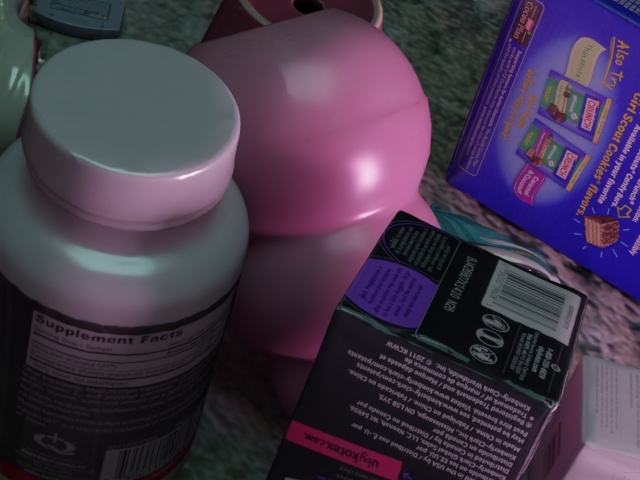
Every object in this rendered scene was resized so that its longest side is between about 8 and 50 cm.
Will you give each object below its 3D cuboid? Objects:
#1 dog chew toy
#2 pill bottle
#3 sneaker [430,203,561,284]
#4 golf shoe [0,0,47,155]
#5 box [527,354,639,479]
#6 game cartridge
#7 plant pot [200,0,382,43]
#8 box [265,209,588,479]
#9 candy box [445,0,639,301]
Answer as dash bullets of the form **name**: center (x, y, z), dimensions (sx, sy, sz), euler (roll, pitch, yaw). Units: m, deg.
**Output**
- **dog chew toy**: center (0.000, 0.000, 1.157), dimensions (0.207, 0.207, 0.331), euler (-21, 101, -34)
- **pill bottle**: center (-0.146, 0.028, 1.040), dimensions (0.176, 0.318, 0.176), euler (10, 43, -9)
- **sneaker**: center (0.073, 0.013, 1.309), dimensions (0.275, 0.107, 0.110), euler (20, 24, -5)
- **golf shoe**: center (-0.315, -0.197, 1.358), dimensions (0.140, 0.115, 0.306), euler (1, 45, -13)
- **box**: center (0.256, 0.178, 1.163), dimensions (0.171, 0.130, 0.091), euler (16, 43, -4)
- **game cartridge**: center (-0.231, -0.217, 1.472), dimensions (0.083, 0.017, 0.056), euler (12, 41, -7)
- **plant pot**: center (-0.030, -0.144, 1.349), dimensions (0.201, 0.180, 0.201), euler (10, 44, -10)
- **box**: center (0.050, 0.146, 1.003), dimensions (0.143, 0.270, 0.165), euler (25, 28, 6)
- **candy box**: center (0.297, -0.085, 1.339), dimensions (0.317, 0.268, 0.122), euler (35, 50, 15)
